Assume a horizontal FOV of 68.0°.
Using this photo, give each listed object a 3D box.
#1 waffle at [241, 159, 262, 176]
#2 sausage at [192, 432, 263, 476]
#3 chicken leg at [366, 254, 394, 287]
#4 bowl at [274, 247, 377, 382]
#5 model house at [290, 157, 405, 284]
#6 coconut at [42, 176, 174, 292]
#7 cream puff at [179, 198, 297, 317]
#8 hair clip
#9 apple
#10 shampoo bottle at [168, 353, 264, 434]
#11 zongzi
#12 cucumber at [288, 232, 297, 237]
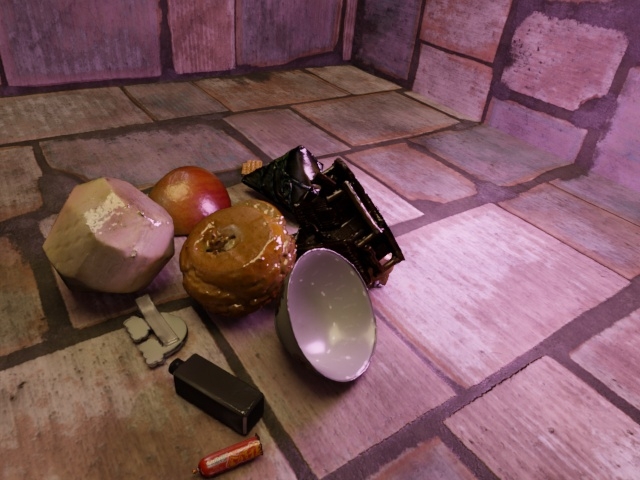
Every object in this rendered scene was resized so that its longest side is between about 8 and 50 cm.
[{"bbox_3d":[-0.302,-0.319,2.094,0.092,0.021,0.135,1,35,-8],"label":"waffle"},{"bbox_3d":[-0.193,0.448,0.981,0.145,0.050,0.048,-13,34,-23],"label":"sausage"},{"bbox_3d":[0.144,0.111,1.497,0.207,0.101,0.085,-33,43,-15],"label":"chicken leg"},{"bbox_3d":[-0.016,0.201,1.221,0.157,0.337,0.337,-23,17,37],"label":"bowl"},{"bbox_3d":[0.037,-0.026,1.419,0.282,0.317,0.297,-31,27,-1],"label":"model house"},{"bbox_3d":[-0.590,0.009,1.334,0.352,0.353,0.353,4,35,-3],"label":"coconut"},{"bbox_3d":[-0.227,0.059,1.353,0.326,0.231,0.343,1,49,18],"label":"cream puff"},{"bbox_3d":[-0.432,0.231,1.258,0.140,0.054,0.220,-18,44,-38],"label":"hair clip"},{"bbox_3d":[-0.460,-0.151,1.739,0.179,0.254,0.346,-23,12,40],"label":"apple"},{"bbox_3d":[-0.248,0.343,1.094,0.246,0.080,0.079,22,37,23],"label":"shampoo bottle"},{"bbox_3d":[-0.062,-0.247,1.865,0.362,0.319,0.383,-22,25,-32],"label":"zongzi"},{"bbox_3d":[0.000,0.000,1.612,0.359,0.096,0.096,-15,40,-28],"label":"cucumber"}]
